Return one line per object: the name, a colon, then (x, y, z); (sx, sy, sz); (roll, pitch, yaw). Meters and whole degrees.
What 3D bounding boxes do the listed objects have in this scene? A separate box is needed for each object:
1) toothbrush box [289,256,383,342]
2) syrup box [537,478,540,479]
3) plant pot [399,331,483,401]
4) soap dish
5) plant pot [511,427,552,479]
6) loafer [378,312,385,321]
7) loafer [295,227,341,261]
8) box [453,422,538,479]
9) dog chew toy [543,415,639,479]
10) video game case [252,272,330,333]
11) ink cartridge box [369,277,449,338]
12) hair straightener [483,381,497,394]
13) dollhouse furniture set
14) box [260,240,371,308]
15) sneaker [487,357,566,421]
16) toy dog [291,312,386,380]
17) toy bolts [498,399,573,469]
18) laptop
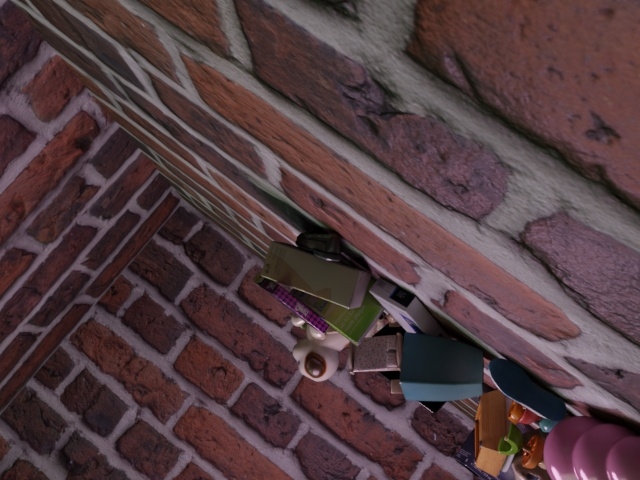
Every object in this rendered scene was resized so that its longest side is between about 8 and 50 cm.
toothbrush box: (0.073, 0.189, 1.846); (0.283, 0.206, 0.122); (36, 170, 15)
syrup box: (0.931, 0.946, 2.126); (0.096, 0.237, 0.093); (43, 168, -23)
plant pot: (0.376, 0.395, 1.659); (0.234, 0.165, 0.165); (1, 146, 18)
soap dish: (0.616, 0.686, 1.936); (0.118, 0.228, 0.290); (3, 143, 11)
plant pot: (0.827, 0.843, 1.930); (0.334, 0.334, 0.305); (25, 153, 52)
loafer: (0.209, 0.287, 2.253); (0.148, 0.056, 0.050); (28, 169, 1)
loafer: (0.000, 0.000, 1.687); (0.096, 0.084, 0.267); (9, -173, -24)
box: (0.775, 0.891, 2.262); (0.296, 0.294, 0.183); (37, 168, 5)
dog chew toy: (0.678, 0.522, 1.276); (0.207, 0.206, 0.332); (38, 162, 3)
video game case: (-0.100, 0.204, 1.790); (0.232, 0.042, 0.210); (42, 171, -24)
ink cartridge box: (0.299, 0.252, 1.742); (0.165, 0.065, 0.332); (27, 163, 47)
hair straightener: (0.667, 0.593, 2.016); (0.230, 0.047, 0.089); (37, 170, 7)
dollhouse furniture set: (0.135, 0.368, 1.969); (0.303, 0.355, 0.174); (-7, 153, 17)
box: (-0.012, 0.106, 1.720); (0.311, 0.121, 0.148); (19, -178, 21)
sneaker: (0.556, 0.413, 1.499); (0.229, 0.087, 0.092); (39, 172, 9)
toy dog: (0.051, 0.422, 2.379); (0.395, 0.408, 0.284); (37, 170, 6)
toy bolts: (0.663, 0.551, 1.630); (0.159, 0.218, 0.228); (24, 133, 13)
laptop: (0.390, 0.520, 2.167); (0.382, 0.408, 0.236); (31, 134, 32)
